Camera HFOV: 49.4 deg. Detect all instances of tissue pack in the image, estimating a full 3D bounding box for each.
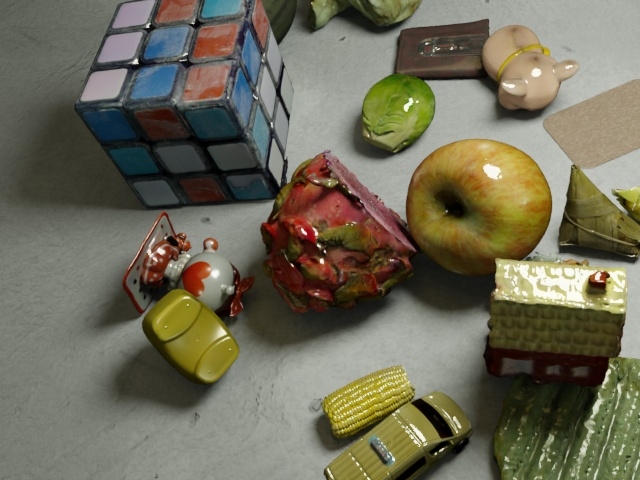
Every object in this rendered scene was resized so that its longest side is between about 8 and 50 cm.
[{"bbox_3d":[-0.247,0.181,1.314,0.123,0.178,0.127,-46,17,-18],"label":"tissue pack"}]

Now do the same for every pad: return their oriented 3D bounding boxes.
[{"bbox_3d":[0.638,-0.257,1.509,0.266,0.002,0.176,-23,54,-3],"label":"pad"}]

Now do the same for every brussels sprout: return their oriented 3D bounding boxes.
[{"bbox_3d":[0.174,-0.290,1.562,0.161,0.144,0.181,14,82,0],"label":"brussels sprout"}]

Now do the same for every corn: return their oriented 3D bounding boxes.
[{"bbox_3d":[0.086,0.282,1.227,0.165,0.063,0.085,-24,44,-5],"label":"corn"}]

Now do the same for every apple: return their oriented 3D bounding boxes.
[{"bbox_3d":[0.301,-0.064,1.296,0.264,0.264,0.264,-7,54,9],"label":"apple"}]

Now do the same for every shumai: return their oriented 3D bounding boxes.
[{"bbox_3d":[0.099,-0.701,1.858,0.288,0.292,0.330,-20,33,47],"label":"shumai"}]

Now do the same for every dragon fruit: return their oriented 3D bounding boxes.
[{"bbox_3d":[0.000,0.000,1.337,0.263,0.314,0.296,-43,29,13],"label":"dragon fruit"}]

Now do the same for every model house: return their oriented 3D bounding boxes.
[{"bbox_3d":[0.358,0.107,1.079,0.196,0.254,0.160,6,60,15],"label":"model house"}]

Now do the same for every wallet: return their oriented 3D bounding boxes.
[{"bbox_3d":[0.301,-0.470,1.716,0.229,0.049,0.182,0,59,15],"label":"wallet"}]

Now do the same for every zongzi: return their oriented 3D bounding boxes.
[{"bbox_3d":[0.534,-0.057,1.290,0.160,0.176,0.078,10,39,16],"label":"zongzi"}]

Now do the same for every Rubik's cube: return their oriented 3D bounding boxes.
[{"bbox_3d":[-0.279,-0.310,1.553,0.358,0.363,0.362,-2,59,17],"label":"Rubik's cube"}]

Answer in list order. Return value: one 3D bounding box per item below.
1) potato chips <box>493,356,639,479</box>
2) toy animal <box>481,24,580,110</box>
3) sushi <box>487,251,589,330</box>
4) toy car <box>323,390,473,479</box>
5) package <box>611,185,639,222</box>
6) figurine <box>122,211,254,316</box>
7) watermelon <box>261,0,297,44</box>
[{"bbox_3d":[0.446,0.358,1.081,0.358,0.070,0.429,15,59,24],"label":"potato chips"},{"bbox_3d":[0.454,-0.392,1.568,0.165,0.149,0.248,-28,44,8],"label":"toy animal"},{"bbox_3d":[0.392,0.087,1.268,0.226,0.097,0.103,-35,55,-11],"label":"sushi"},{"bbox_3d":[0.130,0.342,1.137,0.256,0.124,0.101,-36,56,-11],"label":"toy car"},{"bbox_3d":[0.664,-0.045,1.284,0.168,0.090,0.226,-15,45,-35],"label":"package"},{"bbox_3d":[-0.246,0.077,1.416,0.226,0.160,0.183,16,61,13],"label":"figurine"},{"bbox_3d":[-0.206,-0.613,1.799,0.278,0.279,0.359,23,66,27],"label":"watermelon"}]
